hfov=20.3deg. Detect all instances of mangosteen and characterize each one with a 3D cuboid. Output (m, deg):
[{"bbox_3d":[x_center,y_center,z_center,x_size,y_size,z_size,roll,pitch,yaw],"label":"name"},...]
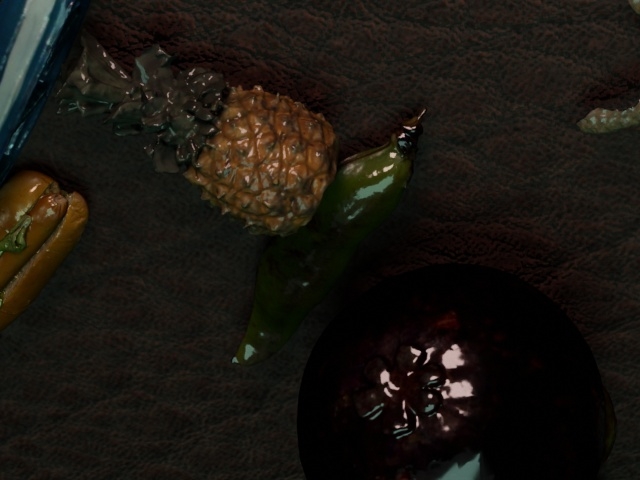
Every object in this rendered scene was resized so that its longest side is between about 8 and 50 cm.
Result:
[{"bbox_3d":[0.120,0.165,1.664,0.297,0.313,0.297,0,92,5],"label":"mangosteen"}]

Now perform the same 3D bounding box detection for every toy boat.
[{"bbox_3d":[-0.278,-0.127,1.569,0.062,0.096,0.299,29,128,-5],"label":"toy boat"}]

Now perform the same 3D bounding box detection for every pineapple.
[{"bbox_3d":[-0.110,-0.099,1.552,0.248,0.128,0.128,27,127,-15],"label":"pineapple"}]

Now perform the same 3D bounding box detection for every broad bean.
[{"bbox_3d":[0.000,0.000,1.662,0.077,0.061,0.339,19,130,-24],"label":"broad bean"}]

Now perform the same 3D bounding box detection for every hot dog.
[{"bbox_3d":[-0.313,0.029,1.716,0.100,0.068,0.249,33,125,-19],"label":"hot dog"}]

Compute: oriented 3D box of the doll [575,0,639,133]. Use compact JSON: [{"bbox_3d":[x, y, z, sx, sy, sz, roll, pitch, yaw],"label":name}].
[{"bbox_3d":[0.316,-0.166,1.487,0.203,0.091,0.286,-9,118,-1],"label":"doll"}]
